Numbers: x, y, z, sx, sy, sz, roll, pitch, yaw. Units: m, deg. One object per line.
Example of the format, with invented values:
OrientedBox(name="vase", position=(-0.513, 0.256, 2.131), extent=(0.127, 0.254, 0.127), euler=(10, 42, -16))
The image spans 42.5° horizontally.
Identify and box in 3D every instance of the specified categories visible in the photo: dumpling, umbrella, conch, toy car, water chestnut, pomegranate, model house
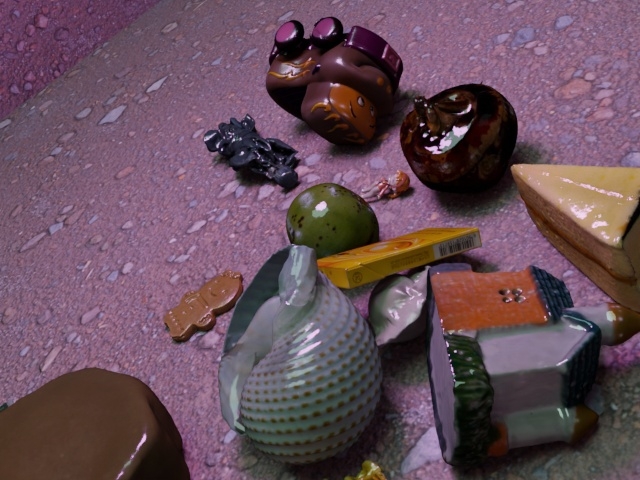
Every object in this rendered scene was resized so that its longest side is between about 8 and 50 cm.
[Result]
OrientedBox(name="dumpling", position=(0.139, 0.098, 1.347), extent=(0.127, 0.108, 0.188), euler=(-58, -4, 33))
OrientedBox(name="umbrella", position=(-0.157, -0.213, 1.966), extent=(0.143, 0.094, 0.349), euler=(-41, 39, -7))
OrientedBox(name="conch", position=(-0.022, 0.181, 1.282), extent=(0.303, 0.215, 0.319), euler=(11, 82, 59))
OrientedBox(name="toy car", position=(0.017, -0.344, 1.898), extent=(0.341, 0.271, 0.240), euler=(4, 68, 41))
OrientedBox(name="water chestnut", position=(0.254, -0.196, 1.550), extent=(0.224, 0.238, 0.223), euler=(-20, 47, 22))
OrientedBox(name="pomegranate", position=(0.000, 0.000, 1.550), extent=(0.224, 0.181, 0.181), euler=(-44, 32, 19))
OrientedBox(name="model house", position=(0.302, 0.164, 1.160), extent=(0.301, 0.190, 0.271), euler=(-8, 35, 4))

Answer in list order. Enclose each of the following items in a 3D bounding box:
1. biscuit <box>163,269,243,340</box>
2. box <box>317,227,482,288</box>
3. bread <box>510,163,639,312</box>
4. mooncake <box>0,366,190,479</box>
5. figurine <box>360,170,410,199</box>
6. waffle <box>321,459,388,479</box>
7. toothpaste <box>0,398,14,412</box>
OrientedBox(name="biscuit", position=(-0.234, 0.130, 1.662), extent=(0.184, 0.027, 0.133), euler=(-29, 34, 2))
OrientedBox(name="box", position=(0.122, 0.025, 1.399), extent=(0.269, 0.043, 0.152), euler=(-15, 7, -28))
OrientedBox(name="bread", position=(0.398, -0.008, 1.280), extent=(0.264, 0.167, 0.163), euler=(7, 50, 44))
OrientedBox(name="mooncake", position=(-0.389, 0.395, 1.318), extent=(0.379, 0.200, 0.378), euler=(-16, 36, 12))
OrientedBox(name="figurine", position=(0.132, -0.109, 1.680), extent=(0.109, 0.047, 0.064), euler=(-18, 44, 30))
OrientedBox(name="waffle", position=(0.070, 0.429, 1.064), extent=(0.283, 0.065, 0.309), euler=(-11, 43, 28))
OrientedBox(name="toothpaste", position=(-0.702, 0.398, 1.661), extent=(0.204, 0.031, 0.049), euler=(-40, 39, -16))
